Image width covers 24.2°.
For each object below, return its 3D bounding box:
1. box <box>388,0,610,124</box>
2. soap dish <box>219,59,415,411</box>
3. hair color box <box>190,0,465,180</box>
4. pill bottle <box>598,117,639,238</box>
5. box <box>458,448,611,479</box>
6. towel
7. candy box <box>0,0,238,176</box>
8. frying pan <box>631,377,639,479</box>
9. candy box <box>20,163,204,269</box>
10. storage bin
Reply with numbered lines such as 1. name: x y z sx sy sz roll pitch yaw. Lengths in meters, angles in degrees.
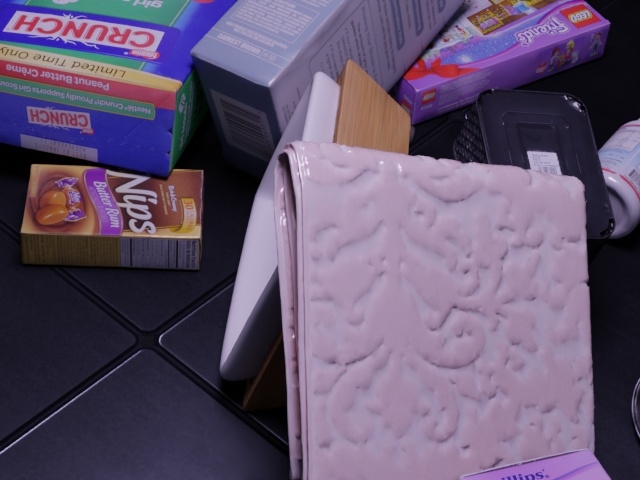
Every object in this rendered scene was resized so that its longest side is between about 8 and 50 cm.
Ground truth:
1. box: 0.181 -0.263 1.848 0.293 0.057 0.201 -21 51 -24
2. soap dish: 0.000 0.000 1.468 0.118 0.229 0.291 18 45 -11
3. hair color box: 0.027 -0.251 1.671 0.113 0.185 0.374 26 62 27
4. pill bottle: 0.348 -0.078 1.662 0.087 0.087 0.160 30 50 22
5. box: 0.195 0.324 1.136 0.117 0.214 0.243 -10 36 -16
6. towel: 0.107 0.082 1.316 0.331 0.053 0.317 5 80 -35
7. candy box: -0.244 -0.221 1.694 0.268 0.122 0.317 12 38 8
8. frying pan: 0.344 0.184 1.437 0.326 0.053 0.197 -10 47 -19
9. candy box: -0.218 -0.026 1.581 0.186 0.053 0.109 2 44 -5
10. storage bin: 0.214 -0.057 1.516 0.122 0.084 0.180 2 56 -15
